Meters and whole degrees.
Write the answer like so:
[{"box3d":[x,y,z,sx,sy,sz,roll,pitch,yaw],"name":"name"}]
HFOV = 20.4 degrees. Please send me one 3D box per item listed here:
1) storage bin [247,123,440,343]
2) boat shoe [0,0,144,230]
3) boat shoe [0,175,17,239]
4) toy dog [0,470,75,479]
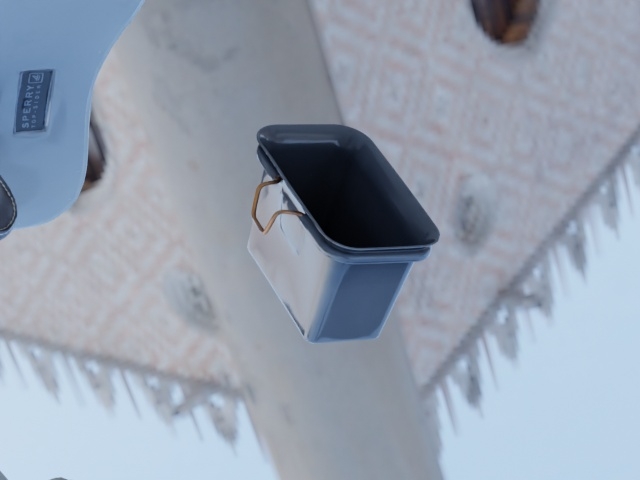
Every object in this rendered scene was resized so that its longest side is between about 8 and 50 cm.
[{"box3d":[0.000,0.000,1.137,0.098,0.091,0.135,-3,-143,-29],"name":"storage bin"},{"box3d":[-0.205,-0.183,1.287,0.136,0.367,0.156,-4,-129,-21],"name":"boat shoe"},{"box3d":[-0.264,-0.057,1.199,0.065,0.206,0.075,-5,-123,32],"name":"boat shoe"},{"box3d":[-0.297,0.253,1.416,0.334,0.220,0.161,30,-128,34],"name":"toy dog"}]
